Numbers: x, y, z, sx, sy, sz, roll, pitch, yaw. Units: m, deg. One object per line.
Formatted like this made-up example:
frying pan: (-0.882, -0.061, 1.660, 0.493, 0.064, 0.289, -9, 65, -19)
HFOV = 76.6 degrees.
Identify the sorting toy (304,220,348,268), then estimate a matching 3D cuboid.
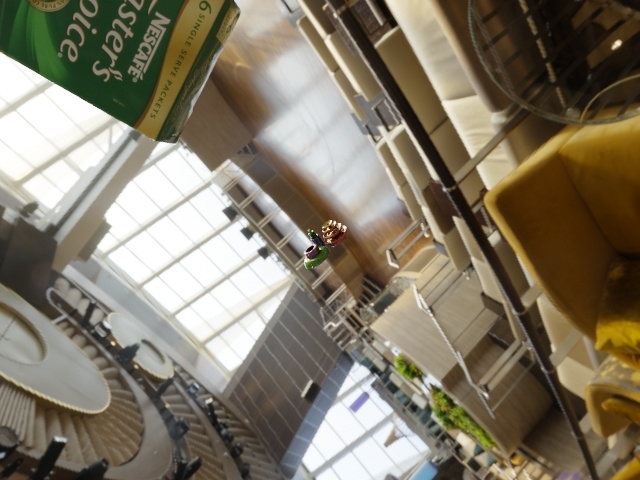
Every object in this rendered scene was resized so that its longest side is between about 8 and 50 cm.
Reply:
sorting toy: (0.000, 0.000, 0.713, 0.042, 0.102, 0.061, 52, 165, -23)

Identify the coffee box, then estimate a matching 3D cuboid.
coffee box: (-0.160, -0.160, 0.275, 0.184, 0.113, 0.040, 31, -172, -5)
